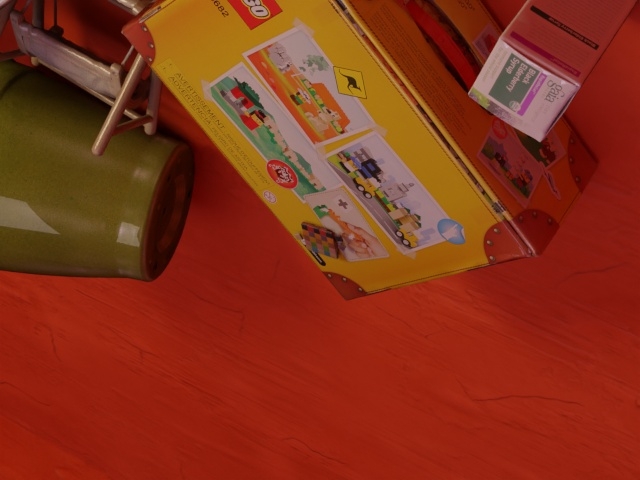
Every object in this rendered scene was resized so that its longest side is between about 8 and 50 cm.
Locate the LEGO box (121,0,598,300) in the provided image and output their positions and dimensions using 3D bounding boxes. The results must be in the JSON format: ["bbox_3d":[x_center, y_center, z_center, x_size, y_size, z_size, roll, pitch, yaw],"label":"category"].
[{"bbox_3d":[0.043,-0.185,1.465,0.500,0.193,0.372,51,144,-17],"label":"LEGO box"}]

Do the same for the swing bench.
[{"bbox_3d":[-0.352,-0.306,1.712,0.253,0.165,0.254,31,119,13],"label":"swing bench"}]

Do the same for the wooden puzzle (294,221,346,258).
[{"bbox_3d":[0.000,0.000,1.541,0.083,0.006,0.049,18,141,28],"label":"wooden puzzle"}]

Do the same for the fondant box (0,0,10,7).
[{"bbox_3d":[-0.579,-0.426,1.570,0.238,0.096,0.330,-29,107,24],"label":"fondant box"}]

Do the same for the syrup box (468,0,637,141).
[{"bbox_3d":[0.255,-0.221,1.189,0.096,0.237,0.093,34,146,7],"label":"syrup box"}]

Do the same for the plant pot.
[{"bbox_3d":[-0.407,-0.088,1.885,0.353,0.366,0.366,15,141,8],"label":"plant pot"}]
